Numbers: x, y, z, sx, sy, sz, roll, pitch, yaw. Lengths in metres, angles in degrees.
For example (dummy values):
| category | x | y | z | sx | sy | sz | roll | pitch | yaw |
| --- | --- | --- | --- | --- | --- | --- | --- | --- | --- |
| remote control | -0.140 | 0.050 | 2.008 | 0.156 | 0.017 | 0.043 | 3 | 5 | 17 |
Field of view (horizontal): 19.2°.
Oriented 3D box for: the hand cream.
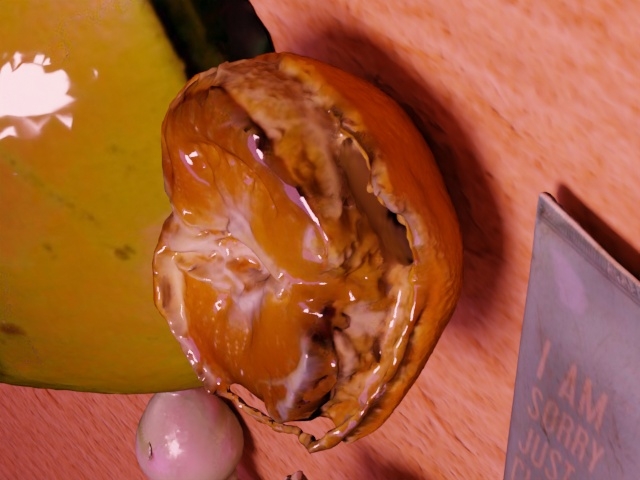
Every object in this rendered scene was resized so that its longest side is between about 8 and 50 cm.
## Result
| category | x | y | z | sx | sy | sz | roll | pitch | yaw |
| --- | --- | --- | --- | --- | --- | --- | --- | --- | --- |
| hand cream | 0.111 | 0.120 | 0.776 | 0.111 | 0.070 | 0.312 | 46 | 154 | 33 |

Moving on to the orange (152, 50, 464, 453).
| category | x | y | z | sx | sy | sz | roll | pitch | yaw |
| --- | --- | --- | --- | --- | --- | --- | --- | --- | --- |
| orange | 0.000 | 0.000 | 0.775 | 0.170 | 0.112 | 0.160 | -34 | 78 | 47 |

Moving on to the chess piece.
| category | x | y | z | sx | sy | sz | roll | pitch | yaw |
| --- | --- | --- | --- | --- | --- | --- | --- | --- | --- |
| chess piece | -0.075 | 0.196 | 1.264 | 0.139 | 0.139 | 0.271 | 29 | 135 | 51 |

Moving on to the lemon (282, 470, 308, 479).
| category | x | y | z | sx | sy | sz | roll | pitch | yaw |
| --- | --- | --- | --- | --- | --- | --- | --- | --- | --- |
| lemon | 0.016 | 0.225 | 0.983 | 0.173 | 0.173 | 0.206 | 129 | 146 | -69 |

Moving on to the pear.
| category | x | y | z | sx | sy | sz | roll | pitch | yaw |
| --- | --- | --- | --- | --- | --- | --- | --- | --- | --- |
| pear | -0.177 | -0.064 | 0.994 | 0.399 | 0.165 | 0.399 | 46 | 158 | 25 |
